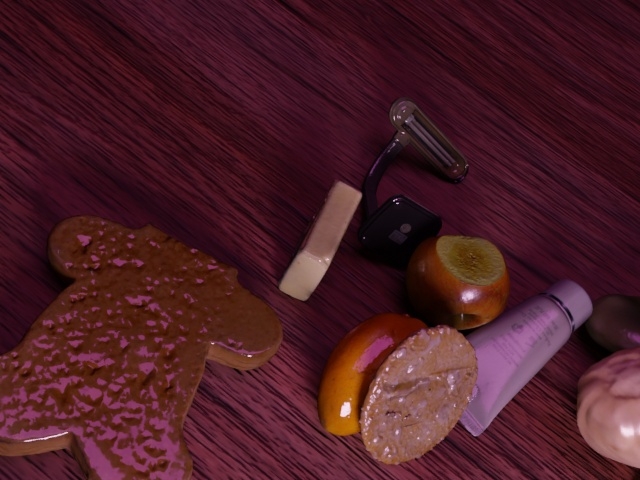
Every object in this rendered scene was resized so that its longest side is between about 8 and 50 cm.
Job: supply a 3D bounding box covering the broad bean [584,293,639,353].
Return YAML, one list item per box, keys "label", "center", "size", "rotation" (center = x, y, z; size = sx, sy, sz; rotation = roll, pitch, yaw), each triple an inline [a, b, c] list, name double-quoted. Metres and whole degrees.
- label: "broad bean"
  center: [0.554, 0.154, 1.683]
  size: [0.227, 0.100, 0.169]
  rotation: [12, 28, -22]

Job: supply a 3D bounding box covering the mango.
- label: "mango"
  center: [0.077, 0.195, 1.457]
  size: [0.219, 0.112, 0.145]
  rotation: [-42, 118, -28]

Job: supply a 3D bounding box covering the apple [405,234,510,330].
- label: "apple"
  center: [0.213, 0.060, 1.584]
  size: [0.146, 0.163, 0.147]
  rotation: [8, 64, -22]

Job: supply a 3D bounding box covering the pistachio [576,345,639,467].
- label: "pistachio"
  center: [0.539, 0.267, 1.537]
  size: [0.318, 0.214, 0.193]
  rotation: [18, 32, -20]

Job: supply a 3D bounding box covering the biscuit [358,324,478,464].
- label: "biscuit"
  center: [0.140, 0.219, 1.426]
  size: [0.219, 0.220, 0.033]
  rotation: [-19, 32, -31]

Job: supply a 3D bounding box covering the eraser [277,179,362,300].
- label: "eraser"
  center: [0.000, 0.000, 1.581]
  size: [0.058, 0.117, 0.172]
  rotation: [29, 50, -4]

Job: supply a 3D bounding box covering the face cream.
- label: "face cream"
  center: [0.306, 0.169, 1.598]
  size: [0.314, 0.089, 0.143]
  rotation: [-32, 71, -28]

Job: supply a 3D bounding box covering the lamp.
- label: "lamp"
  center: [0.166, -0.078, 1.728]
  size: [0.203, 0.124, 0.283]
  rotation: [31, 44, -24]

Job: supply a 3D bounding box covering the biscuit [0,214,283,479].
- label: "biscuit"
  center: [-0.262, 0.162, 1.392]
  size: [0.368, 0.076, 0.394]
  rotation: [24, 53, -2]
